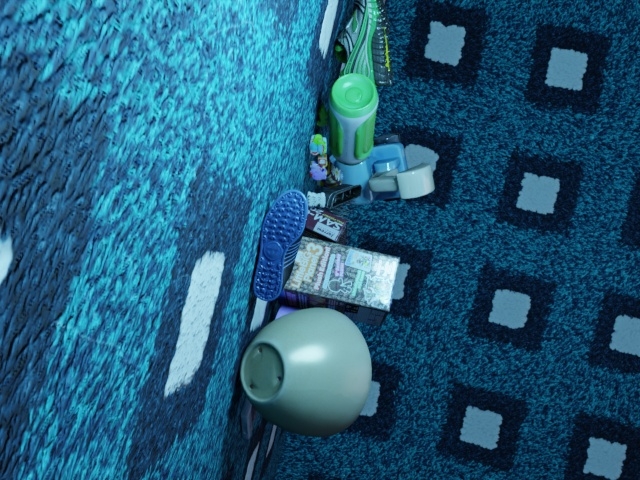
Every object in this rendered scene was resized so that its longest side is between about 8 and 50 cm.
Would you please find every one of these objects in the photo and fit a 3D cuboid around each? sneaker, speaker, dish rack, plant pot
[{"bbox_3d":[0.100,-0.548,1.882,0.134,0.147,0.343,50,35,-59],"label":"sneaker"},{"bbox_3d":[0.082,-0.306,1.874,0.296,0.131,0.131,88,16,-70],"label":"speaker"},{"bbox_3d":[0.033,-0.213,2.220,0.185,0.084,0.069,89,14,-76],"label":"sneaker"},{"bbox_3d":[0.035,-0.037,2.205,0.208,0.074,0.271,-25,128,-58],"label":"dish rack"},{"bbox_3d":[-0.060,0.279,1.546,0.191,0.284,0.283,13,90,-51],"label":"plant pot"},{"bbox_3d":[-0.079,0.003,1.430,0.090,0.082,0.232,-73,-178,-75],"label":"sneaker"}]

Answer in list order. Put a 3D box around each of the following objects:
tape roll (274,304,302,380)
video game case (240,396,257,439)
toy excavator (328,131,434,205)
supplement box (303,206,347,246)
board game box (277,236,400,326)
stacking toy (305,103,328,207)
[{"bbox_3d":[-0.089,0.307,1.849,0.275,0.090,0.274,13,90,-87],"label":"tape roll"},{"bbox_3d":[-0.165,0.388,1.857,0.183,0.023,0.201,97,7,-58],"label":"video game case"},{"bbox_3d":[0.186,-0.199,2.329,0.445,0.433,0.222,-42,123,-61],"label":"toy excavator"},{"bbox_3d":[0.000,0.000,1.976,0.073,0.130,0.239,-61,168,-21],"label":"supplement box"},{"bbox_3d":[0.039,0.107,1.857,0.232,0.291,0.141,92,11,-74],"label":"board game box"},{"bbox_3d":[-0.009,-0.214,1.864,0.167,0.052,0.221,-87,178,-52],"label":"stacking toy"}]
